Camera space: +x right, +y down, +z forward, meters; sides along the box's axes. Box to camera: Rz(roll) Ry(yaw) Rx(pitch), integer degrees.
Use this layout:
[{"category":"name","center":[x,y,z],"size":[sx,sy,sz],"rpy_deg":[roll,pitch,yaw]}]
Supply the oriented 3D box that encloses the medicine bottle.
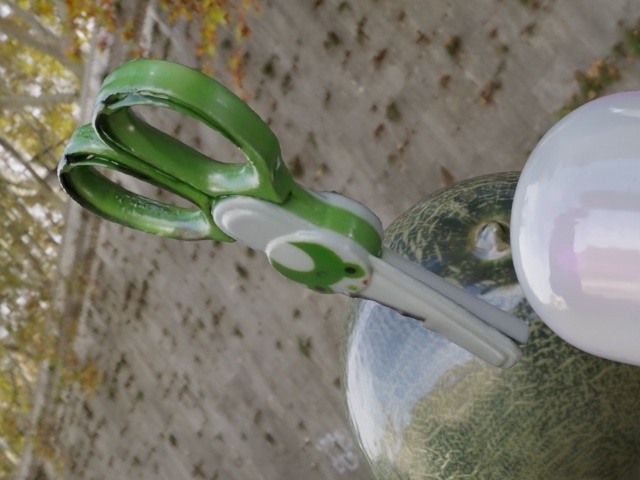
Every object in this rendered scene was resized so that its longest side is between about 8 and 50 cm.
[{"category":"medicine bottle","center":[0.237,0.007,0.378],"size":[0.130,0.340,0.130],"rpy_deg":[-12,-74,-51]}]

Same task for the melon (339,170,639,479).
[{"category":"melon","center":[0.141,0.103,0.689],"size":[0.248,0.248,0.329],"rpy_deg":[-41,-45,-21]}]

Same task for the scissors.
[{"category":"scissors","center":[0.000,0.000,0.386],"size":[0.101,0.204,0.027],"rpy_deg":[-35,32,57]}]
